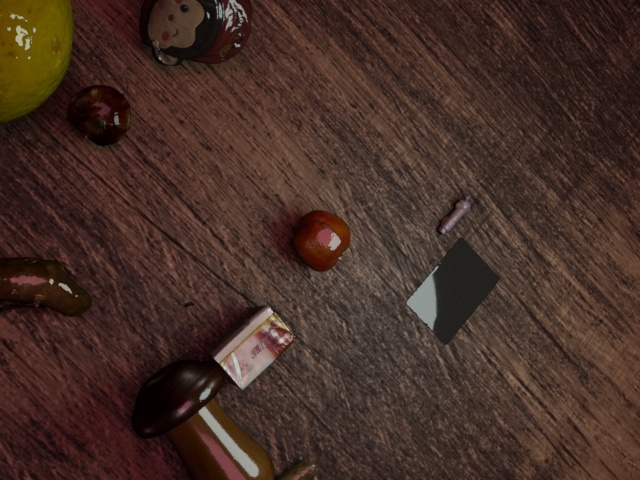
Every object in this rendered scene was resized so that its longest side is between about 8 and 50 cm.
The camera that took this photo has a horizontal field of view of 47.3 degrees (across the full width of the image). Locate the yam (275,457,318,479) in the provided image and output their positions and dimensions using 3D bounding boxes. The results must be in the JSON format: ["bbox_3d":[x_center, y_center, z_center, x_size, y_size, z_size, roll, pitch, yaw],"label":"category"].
[{"bbox_3d":[-0.106,0.527,1.468,0.241,0.057,0.057,-34,96,-20],"label":"yam"}]

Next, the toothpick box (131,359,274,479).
[{"bbox_3d":[-0.220,0.366,1.382,0.192,0.192,0.294,-37,102,-18],"label":"toothpick box"}]

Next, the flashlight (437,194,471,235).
[{"bbox_3d":[0.306,-0.058,1.673,0.031,0.052,0.110,38,78,26],"label":"flashlight"}]

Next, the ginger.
[{"bbox_3d":[-0.581,0.095,1.329,0.309,0.107,0.133,-12,74,-23],"label":"ginger"}]

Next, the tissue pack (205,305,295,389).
[{"bbox_3d":[-0.140,0.212,1.460,0.148,0.106,0.099,-42,98,-16],"label":"tissue pack"}]

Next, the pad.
[{"bbox_3d":[0.305,0.114,1.669,0.143,0.003,0.211,46,73,-9],"label":"pad"}]

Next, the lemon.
[{"bbox_3d":[-0.593,-0.379,1.230,0.349,0.387,0.350,10,58,-16],"label":"lemon"}]

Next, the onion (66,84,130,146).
[{"bbox_3d":[-0.421,-0.244,1.408,0.117,0.118,0.119,42,73,-33],"label":"onion"}]

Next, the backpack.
[{"bbox_3d":[-0.241,-0.446,1.452,0.229,0.229,0.139,12,41,-17],"label":"backpack"}]

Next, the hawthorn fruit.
[{"bbox_3d":[0.000,0.000,1.525,0.128,0.128,0.128,2,84,-18],"label":"hawthorn fruit"}]
